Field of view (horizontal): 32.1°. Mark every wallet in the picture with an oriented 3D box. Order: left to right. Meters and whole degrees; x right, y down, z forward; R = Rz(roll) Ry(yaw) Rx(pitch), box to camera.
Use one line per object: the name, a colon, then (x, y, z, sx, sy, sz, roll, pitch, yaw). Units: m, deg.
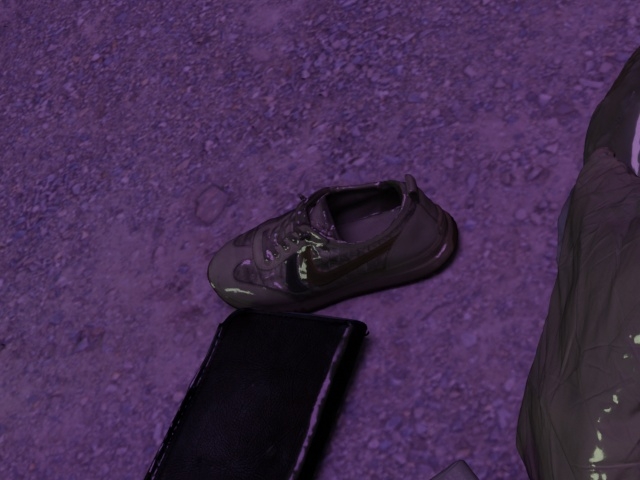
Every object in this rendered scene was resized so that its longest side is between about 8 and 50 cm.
wallet: (-0.078, 0.207, 1.072, 0.172, 0.045, 0.318, 5, 58, 28)

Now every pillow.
pillow: (0.200, 0.093, 0.804, 0.076, 0.280, 0.274, 6, 18, -3)

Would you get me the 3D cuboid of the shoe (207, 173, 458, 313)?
shoe: (0.000, 0.000, 1.158, 0.275, 0.098, 0.103, -17, 45, 18)

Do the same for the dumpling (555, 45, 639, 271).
dumpling: (0.330, -0.088, 0.975, 0.321, 0.212, 0.270, -30, 43, -11)

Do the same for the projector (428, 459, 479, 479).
projector: (0.074, 0.312, 0.830, 0.242, 0.163, 0.177, -36, 45, -5)
